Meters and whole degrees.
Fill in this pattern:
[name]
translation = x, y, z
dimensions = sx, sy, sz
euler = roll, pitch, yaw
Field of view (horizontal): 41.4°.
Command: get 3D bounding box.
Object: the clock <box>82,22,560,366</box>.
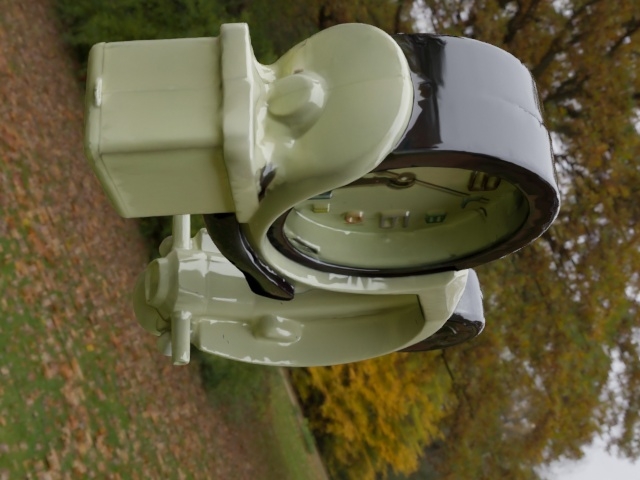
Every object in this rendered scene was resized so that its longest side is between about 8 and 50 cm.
[clock]
translation = 0.000, 0.000, 0.562
dimensions = 0.379, 0.276, 0.120
euler = 95, -7, -64
